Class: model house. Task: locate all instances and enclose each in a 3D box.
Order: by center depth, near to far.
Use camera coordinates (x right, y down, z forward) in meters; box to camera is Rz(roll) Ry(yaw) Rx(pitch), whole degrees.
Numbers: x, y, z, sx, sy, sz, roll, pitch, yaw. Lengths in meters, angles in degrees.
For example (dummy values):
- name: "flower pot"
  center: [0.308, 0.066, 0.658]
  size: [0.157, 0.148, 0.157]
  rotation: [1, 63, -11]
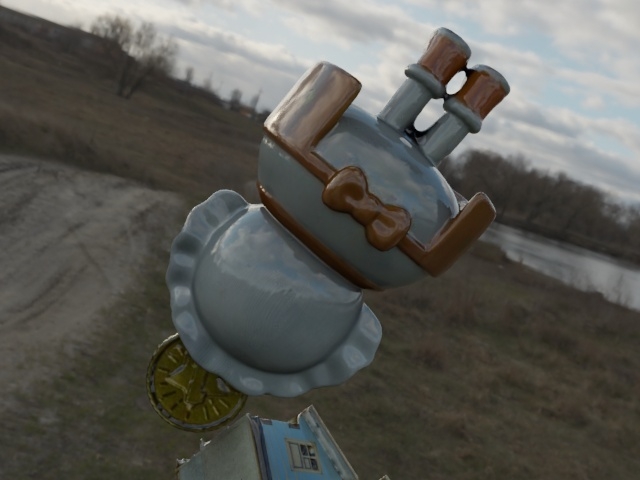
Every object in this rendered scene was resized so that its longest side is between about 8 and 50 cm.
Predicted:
- name: "model house"
  center: [-0.008, 0.308, 0.713]
  size: [0.206, 0.178, 0.271]
  rotation: [19, 40, -40]

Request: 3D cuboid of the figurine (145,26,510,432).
- name: "figurine"
  center: [0.002, -0.002, 0.440]
  size: [0.143, 0.271, 0.143]
  rotation: [37, -14, 11]
